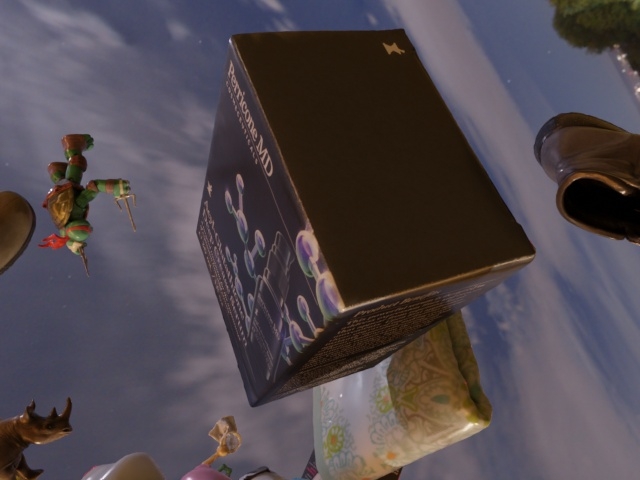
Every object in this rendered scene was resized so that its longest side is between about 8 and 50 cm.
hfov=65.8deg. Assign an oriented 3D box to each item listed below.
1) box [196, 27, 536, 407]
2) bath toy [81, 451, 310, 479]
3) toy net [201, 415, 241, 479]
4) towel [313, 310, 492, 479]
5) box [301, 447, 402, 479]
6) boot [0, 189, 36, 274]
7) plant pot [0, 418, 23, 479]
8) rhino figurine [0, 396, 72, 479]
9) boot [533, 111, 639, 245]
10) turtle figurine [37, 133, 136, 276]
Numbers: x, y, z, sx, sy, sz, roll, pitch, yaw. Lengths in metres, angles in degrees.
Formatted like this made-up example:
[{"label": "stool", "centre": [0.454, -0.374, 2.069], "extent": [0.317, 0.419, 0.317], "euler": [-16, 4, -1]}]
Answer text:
[{"label": "box", "centre": [0.000, 0.000, 0.614], "extent": [0.212, 0.395, 0.293], "euler": [-12, -114, -25]}, {"label": "bath toy", "centre": [-0.147, 0.337, 0.595], "extent": [0.348, 0.129, 0.151], "euler": [36, -119, -41]}, {"label": "toy net", "centre": [-0.224, 0.540, 1.180], "extent": [0.122, 0.045, 0.232], "euler": [16, -117, -13]}, {"label": "towel", "centre": [0.100, 0.186, 0.834], "extent": [0.090, 0.320, 0.374], "euler": [21, -139, -26]}, {"label": "box", "centre": [0.049, 0.497, 1.002], "extent": [0.144, 0.165, 0.270], "euler": [28, -108, -6]}, {"label": "boot", "centre": [-0.429, 0.014, 0.541], "extent": [0.083, 0.161, 0.246], "euler": [39, -119, -3]}, {"label": "plant pot", "centre": [-0.643, 0.446, 0.825], "extent": [0.277, 0.253, 0.275], "euler": [13, -130, -16]}, {"label": "rhino figurine", "centre": [-0.463, 0.324, 0.718], "extent": [0.106, 0.073, 0.243], "euler": [46, -108, -6]}, {"label": "boot", "centre": [0.424, -0.045, 0.569], "extent": [0.222, 0.339, 0.118], "euler": [-70, -14, -57]}, {"label": "turtle figurine", "centre": [-0.418, -0.067, 0.865], "extent": [0.118, 0.175, 0.234], "euler": [28, -149, -60]}]
